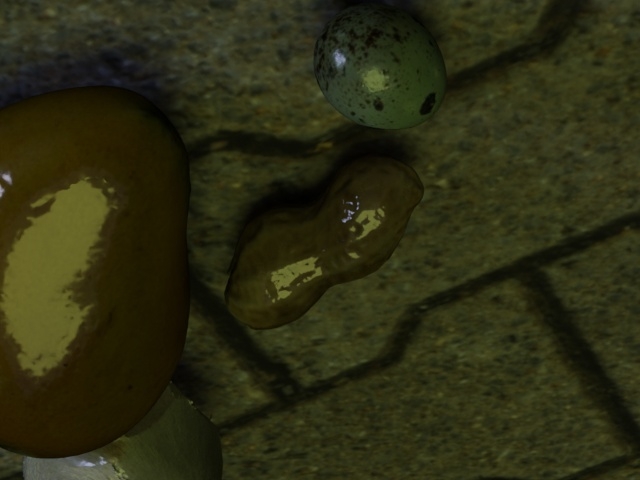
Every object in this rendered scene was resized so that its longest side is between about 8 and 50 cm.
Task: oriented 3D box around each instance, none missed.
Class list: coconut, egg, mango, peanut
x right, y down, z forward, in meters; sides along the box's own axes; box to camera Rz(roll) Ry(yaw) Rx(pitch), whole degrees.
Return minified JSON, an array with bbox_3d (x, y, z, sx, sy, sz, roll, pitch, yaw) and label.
[{"bbox_3d":[-0.159,0.188,1.343,0.162,0.161,0.161,12,143,32],"label":"coconut"},{"bbox_3d":[0.044,-0.120,1.132,0.085,0.085,0.110,-30,141,21],"label":"egg"},{"bbox_3d":[-0.195,0.023,1.188,0.211,0.173,0.317,9,124,-12],"label":"mango"},{"bbox_3d":[-0.002,-0.001,1.246,0.192,0.089,0.089,-34,128,19],"label":"peanut"}]
